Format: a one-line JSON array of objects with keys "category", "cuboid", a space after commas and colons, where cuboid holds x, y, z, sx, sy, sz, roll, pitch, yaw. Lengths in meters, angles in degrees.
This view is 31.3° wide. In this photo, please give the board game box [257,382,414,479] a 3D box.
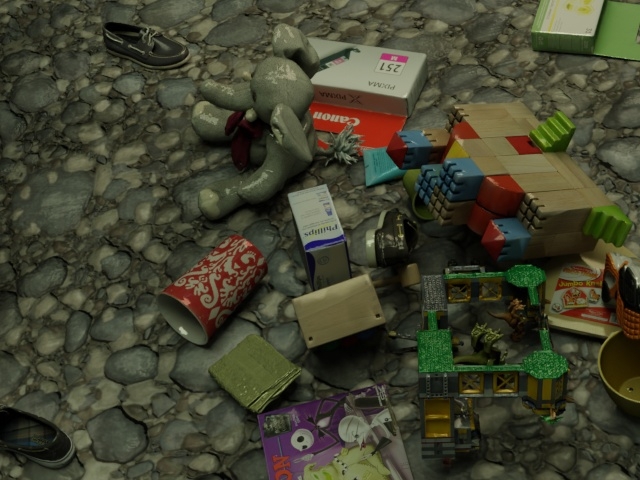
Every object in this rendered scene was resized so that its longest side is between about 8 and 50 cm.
[{"category": "board game box", "cuboid": [0.038, 0.380, 1.645, 0.208, 0.056, 0.346, -17, 50, 2]}]

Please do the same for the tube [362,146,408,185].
[{"category": "tube", "cuboid": [0.180, -0.151, 2.059, 0.207, 0.052, 0.080, -11, 51, 8]}]

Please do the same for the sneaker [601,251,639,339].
[{"category": "sneaker", "cuboid": [0.495, 0.076, 1.676, 0.121, 0.099, 0.262, 2, 16, 3]}]

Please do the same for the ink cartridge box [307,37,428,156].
[{"category": "ink cartridge box", "cuboid": [0.040, -0.277, 2.182, 0.275, 0.060, 0.239, 11, 53, 19]}]

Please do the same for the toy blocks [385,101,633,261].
[{"category": "toy blocks", "cuboid": [0.277, -0.098, 1.836, 0.261, 0.190, 0.381, -6, 43, -27]}]

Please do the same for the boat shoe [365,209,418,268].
[{"category": "boat shoe", "cuboid": [0.127, -0.002, 1.867, 0.069, 0.081, 0.228, -4, 12, 14]}]

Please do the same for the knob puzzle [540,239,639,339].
[{"category": "knob puzzle", "cuboid": [0.442, 0.077, 1.828, 0.213, 0.030, 0.213, -6, 50, 7]}]

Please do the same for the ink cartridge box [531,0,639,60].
[{"category": "ink cartridge box", "cuboid": [0.542, -0.430, 2.216, 0.235, 0.056, 0.171, 8, 52, 20]}]

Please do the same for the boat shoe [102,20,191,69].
[{"category": "boat shoe", "cuboid": [-0.366, -0.409, 2.364, 0.206, 0.065, 0.075, 16, 55, 22]}]

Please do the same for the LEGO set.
[{"category": "LEGO set", "cuboid": [0.242, 0.192, 1.689, 0.255, 0.192, 0.331, -7, 32, -3]}]

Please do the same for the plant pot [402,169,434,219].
[{"category": "plant pot", "cuboid": [0.182, -0.091, 1.993, 0.083, 0.083, 0.079, -25, 39, -10]}]

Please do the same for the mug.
[{"category": "mug", "cuboid": [-0.189, 0.069, 1.906, 0.150, 0.113, 0.169, 29, 58, 28]}]

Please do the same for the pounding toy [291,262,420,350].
[{"category": "pounding toy", "cuboid": [0.071, 0.110, 1.818, 0.206, 0.181, 0.094, -19, 82, 0]}]

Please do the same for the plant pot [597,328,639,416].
[{"category": "plant pot", "cuboid": [0.473, 0.205, 1.671, 0.134, 0.095, 0.134, -5, 50, 6]}]

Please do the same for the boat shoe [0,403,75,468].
[{"category": "boat shoe", "cuboid": [-0.494, 0.295, 1.796, 0.228, 0.076, 0.080, 17, 56, 23]}]

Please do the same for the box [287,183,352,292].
[{"category": "box", "cuboid": [0.000, 0.000, 1.914, 0.072, 0.126, 0.137, -15, 50, -4]}]

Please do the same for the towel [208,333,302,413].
[{"category": "towel", "cuboid": [-0.106, 0.210, 1.806, 0.110, 0.027, 0.148, -38, 39, -18]}]

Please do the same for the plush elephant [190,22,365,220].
[{"category": "plush elephant", "cuboid": [-0.099, -0.221, 2.019, 0.330, 0.255, 0.271, -6, 53, 8]}]
